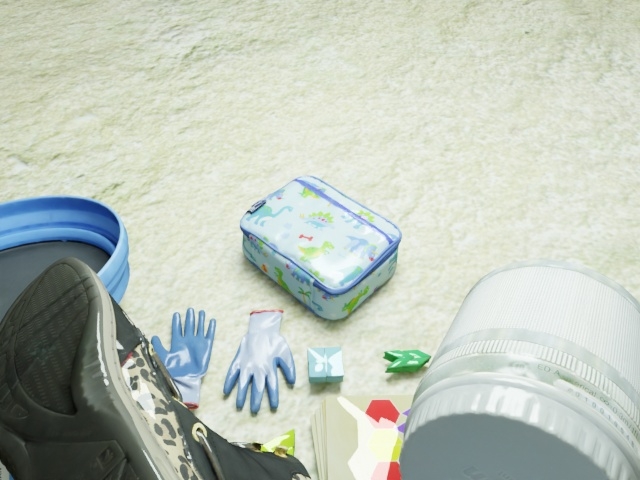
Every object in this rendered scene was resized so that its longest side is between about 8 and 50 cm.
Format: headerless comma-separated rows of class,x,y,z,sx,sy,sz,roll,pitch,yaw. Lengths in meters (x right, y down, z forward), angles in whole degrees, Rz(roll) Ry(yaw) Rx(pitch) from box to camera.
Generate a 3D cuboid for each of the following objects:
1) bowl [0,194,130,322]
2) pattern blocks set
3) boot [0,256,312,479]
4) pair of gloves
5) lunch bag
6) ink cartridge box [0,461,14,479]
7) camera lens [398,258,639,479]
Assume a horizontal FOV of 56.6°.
bowl,-0.444,0.066,0.785,0.392,0.077,0.391,-7,32,4
pattern blocks set,0.072,0.265,0.684,0.286,0.026,0.324,6,47,3
boot,-0.141,0.193,0.559,0.138,0.284,0.377,-46,46,-4
pair of gloves,-0.132,0.156,0.796,0.198,0.023,0.159,-1,46,-1
lunch bag,0.000,0.000,0.892,0.219,0.090,0.176,36,55,28
ink cartridge box,-0.356,0.252,0.613,0.233,0.168,0.171,-15,49,-12
camera lens,0.221,0.163,0.612,0.220,0.219,0.274,21,35,19
